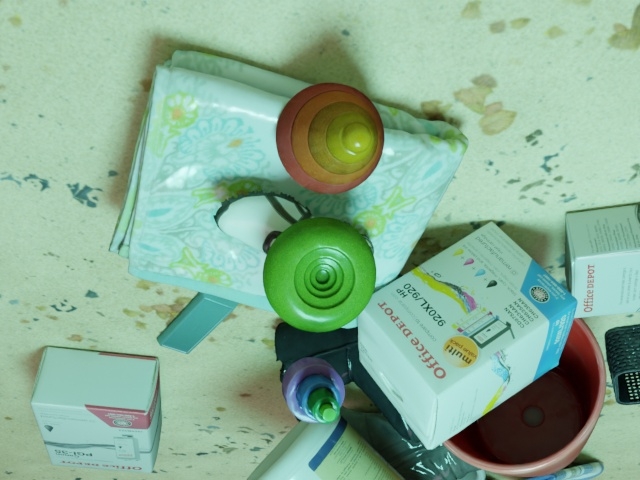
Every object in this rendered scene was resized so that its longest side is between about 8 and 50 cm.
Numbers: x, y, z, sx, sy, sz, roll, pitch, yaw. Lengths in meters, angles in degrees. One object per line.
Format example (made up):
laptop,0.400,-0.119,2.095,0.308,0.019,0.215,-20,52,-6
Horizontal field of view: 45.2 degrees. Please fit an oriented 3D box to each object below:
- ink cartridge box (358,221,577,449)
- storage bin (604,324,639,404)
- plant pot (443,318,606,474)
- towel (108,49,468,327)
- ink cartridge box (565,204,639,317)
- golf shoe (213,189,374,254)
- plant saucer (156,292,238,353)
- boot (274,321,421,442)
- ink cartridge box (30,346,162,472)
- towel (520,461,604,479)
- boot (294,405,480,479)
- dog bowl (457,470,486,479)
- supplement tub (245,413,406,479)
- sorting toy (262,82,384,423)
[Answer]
ink cartridge box,0.189,0.128,1.038,0.232,0.171,0.168,-30,146,-17
storage bin,0.567,0.198,1.255,0.180,0.084,0.122,-10,140,16
plant pot,0.318,0.252,1.216,0.274,0.275,0.243,-12,149,18
towel,-0.052,-0.044,0.947,0.374,0.090,0.321,13,133,-14
ink cartridge box,0.438,0.025,1.040,0.203,0.086,0.148,-6,141,12
golf shoe,-0.027,0.008,0.878,0.198,0.094,0.077,17,129,-15
plant saucer,-0.207,0.139,1.279,0.067,0.018,0.192,23,138,-24
boot,0.046,0.219,1.219,0.207,0.247,0.094,-25,174,29
ink cartridge box,-0.409,0.327,1.446,0.207,0.117,0.283,6,141,-5
towel,0.461,0.515,1.624,0.209,0.034,0.285,-29,155,31
boot,0.119,0.322,1.379,0.338,0.118,0.223,44,108,2
dog bowl,0.179,0.442,1.574,0.348,0.102,0.349,2,141,2
supplement tub,0.043,0.452,1.244,0.316,0.228,0.228,45,135,3
sorting toy,0.013,0.020,0.787,0.127,0.366,0.126,4,-175,-13
